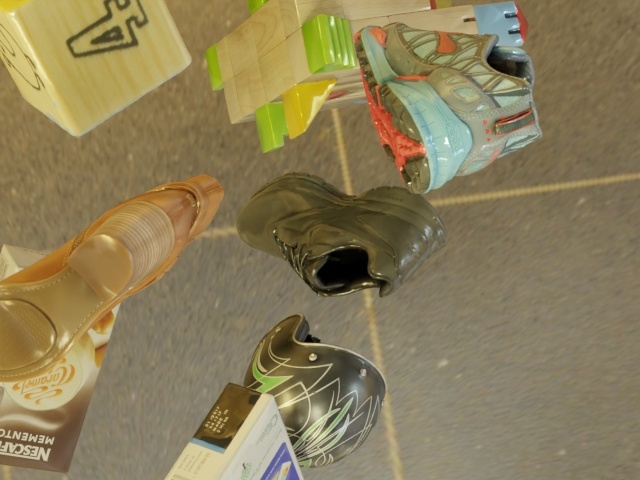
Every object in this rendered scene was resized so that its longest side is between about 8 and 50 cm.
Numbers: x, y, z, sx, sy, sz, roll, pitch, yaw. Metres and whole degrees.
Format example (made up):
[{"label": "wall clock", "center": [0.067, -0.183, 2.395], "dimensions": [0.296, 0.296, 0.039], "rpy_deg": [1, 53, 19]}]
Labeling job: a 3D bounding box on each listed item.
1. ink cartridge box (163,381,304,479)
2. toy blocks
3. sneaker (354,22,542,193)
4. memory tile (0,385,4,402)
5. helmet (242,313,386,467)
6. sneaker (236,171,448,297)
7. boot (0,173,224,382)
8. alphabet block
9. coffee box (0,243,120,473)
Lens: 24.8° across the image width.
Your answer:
[{"label": "ink cartridge box", "center": [-0.075, 0.314, 1.544], "dimensions": [0.065, 0.333, 0.165], "rpy_deg": [13, 52, 27]}, {"label": "toy blocks", "center": [0.053, -0.215, 1.592], "dimensions": [0.260, 0.381, 0.191], "rpy_deg": [-11, 88, -20]}, {"label": "sneaker", "center": [0.103, -0.110, 1.123], "dimensions": [0.125, 0.262, 0.104], "rpy_deg": [-15, 115, -1]}, {"label": "memory tile", "center": [-0.224, 0.155, 0.821], "dimensions": [0.012, 0.148, 0.113], "rpy_deg": [28, 32, 2]}, {"label": "helmet", "center": [-0.009, 0.179, 1.662], "dimensions": [0.169, 0.161, 0.169], "rpy_deg": [-5, 116, -10]}, {"label": "sneaker", "center": [0.000, 0.000, 1.652], "dimensions": [0.130, 0.286, 0.109], "rpy_deg": [-52, 127, -32]}, {"label": "boot", "center": [-0.161, 0.025, 1.052], "dimensions": [0.197, 0.152, 0.073], "rpy_deg": [-28, 97, 29]}, {"label": "alphabet block", "center": [-0.315, -0.284, 1.878], "dimensions": [0.193, 0.192, 0.197], "rpy_deg": [-37, 127, -17]}, {"label": "coffee box", "center": [-0.344, 0.145, 1.763], "dimensions": [0.141, 0.098, 0.247], "rpy_deg": [13, 101, -26]}]
